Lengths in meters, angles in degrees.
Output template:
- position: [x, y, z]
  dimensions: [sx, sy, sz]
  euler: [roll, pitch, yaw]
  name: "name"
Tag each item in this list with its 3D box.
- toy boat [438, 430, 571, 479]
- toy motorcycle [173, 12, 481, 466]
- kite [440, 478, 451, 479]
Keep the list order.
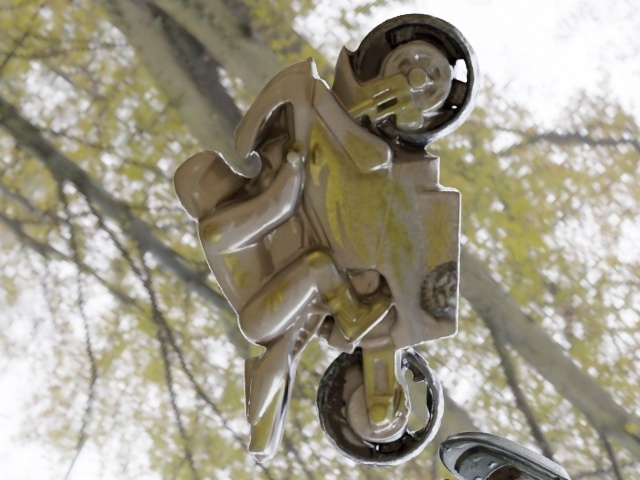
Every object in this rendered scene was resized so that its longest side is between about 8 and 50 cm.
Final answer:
- position: [0.166, 0.212, 1.286]
  dimensions: [0.055, 0.141, 0.060]
  euler: [-50, -153, 26]
  name: "toy boat"
- position: [0.000, 0.000, 1.029]
  dimensions: [0.223, 0.108, 0.340]
  euler: [3, -84, 0]
  name: "toy motorcycle"
- position: [0.026, 0.316, 1.286]
  dimensions: [0.268, 0.013, 0.323]
  euler: [-44, -143, -8]
  name: "kite"
